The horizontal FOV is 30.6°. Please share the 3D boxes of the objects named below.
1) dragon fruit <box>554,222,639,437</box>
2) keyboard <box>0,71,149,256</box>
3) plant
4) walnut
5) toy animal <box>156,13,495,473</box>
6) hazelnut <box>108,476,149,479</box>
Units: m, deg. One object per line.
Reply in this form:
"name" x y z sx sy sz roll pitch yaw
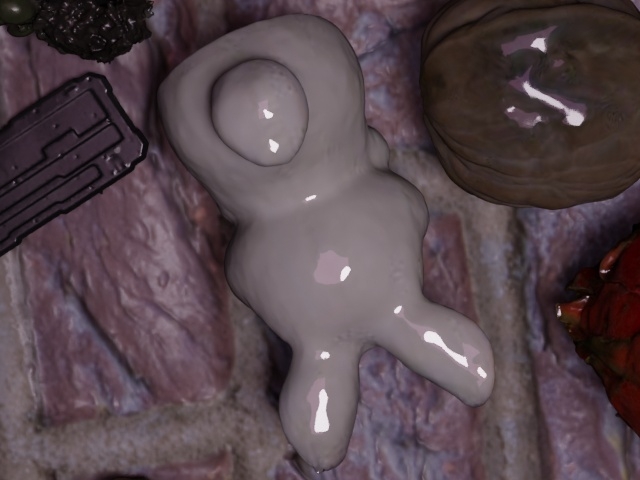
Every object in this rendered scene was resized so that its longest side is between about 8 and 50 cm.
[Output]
"dragon fruit" 0.348 0.084 1.006 0.244 0.299 0.244 -10 106 -39
"keyboard" -0.292 -0.053 1.114 0.262 0.016 0.106 -32 94 5
"plant" -0.241 -0.208 1.071 0.174 0.087 0.085 13 66 -5
"walnut" 0.194 -0.132 1.011 0.224 0.224 0.224 0 96 1
"toy animal" -0.001 -0.004 1.002 0.196 0.241 0.367 -23 95 5
"hazelnut" -0.180 0.267 1.120 0.086 0.086 0.086 0 96 1
